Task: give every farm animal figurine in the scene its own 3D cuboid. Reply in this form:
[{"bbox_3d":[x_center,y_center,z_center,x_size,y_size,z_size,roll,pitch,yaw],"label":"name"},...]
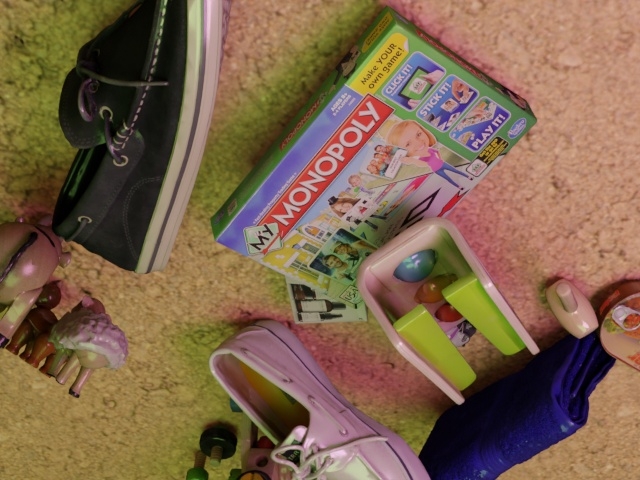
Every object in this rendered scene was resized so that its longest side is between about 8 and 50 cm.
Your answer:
[{"bbox_3d":[-0.394,0.022,1.277,0.330,0.172,0.326,40,166,-25],"label":"farm animal figurine"}]

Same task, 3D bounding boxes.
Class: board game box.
[{"bbox_3d":[0.055,-0.078,1.163,0.213,0.046,0.317,27,118,-30],"label":"board game box"}]

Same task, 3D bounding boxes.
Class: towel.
[{"bbox_3d":[0.238,0.238,1.386,0.076,0.227,0.308,49,124,3],"label":"towel"}]

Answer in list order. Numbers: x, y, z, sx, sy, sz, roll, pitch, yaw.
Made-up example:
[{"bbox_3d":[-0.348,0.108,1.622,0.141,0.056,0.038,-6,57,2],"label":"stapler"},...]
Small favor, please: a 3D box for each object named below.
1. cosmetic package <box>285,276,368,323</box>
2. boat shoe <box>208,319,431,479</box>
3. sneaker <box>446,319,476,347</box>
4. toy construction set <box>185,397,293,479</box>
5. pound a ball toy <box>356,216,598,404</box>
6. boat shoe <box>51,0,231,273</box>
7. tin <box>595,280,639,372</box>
[{"bbox_3d":[0.000,0.000,1.292,0.098,0.060,0.239,-4,130,8],"label":"cosmetic package"},{"bbox_3d":[-0.012,0.260,1.339,0.367,0.156,0.136,48,125,14],"label":"boat shoe"},{"bbox_3d":[0.181,0.108,1.386,0.069,0.038,0.098,2,141,3],"label":"sneaker"},{"bbox_3d":[-0.034,0.373,1.509,0.308,0.237,0.257,15,131,-7],"label":"toy construction set"},{"bbox_3d":[0.188,0.064,1.230,0.208,0.136,0.319,-35,150,7],"label":"pound a ball toy"},{"bbox_3d":[-0.193,-0.152,1.103,0.155,0.187,0.500,12,137,-12],"label":"boat shoe"},{"bbox_3d":[0.434,0.122,1.347,0.189,0.040,0.106,30,107,-22],"label":"tin"}]
